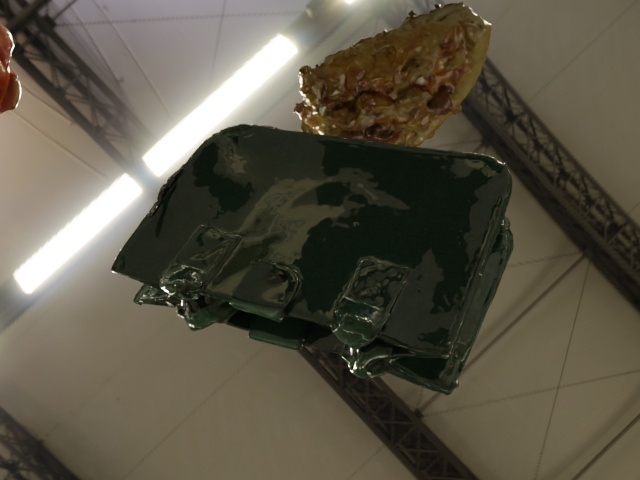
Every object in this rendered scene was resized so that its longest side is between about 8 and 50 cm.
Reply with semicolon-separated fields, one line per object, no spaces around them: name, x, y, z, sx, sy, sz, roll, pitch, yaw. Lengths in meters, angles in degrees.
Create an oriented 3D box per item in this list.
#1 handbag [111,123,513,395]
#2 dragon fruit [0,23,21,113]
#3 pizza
handbag;0.000;-0.001;0.681;0.327;0.089;0.238;13;-132;22
dragon fruit;-0.235;-0.110;0.468;0.116;0.081;0.086;9;-82;57
pizza;0.064;-0.158;0.889;0.335;0.226;0.086;-41;-122;43
